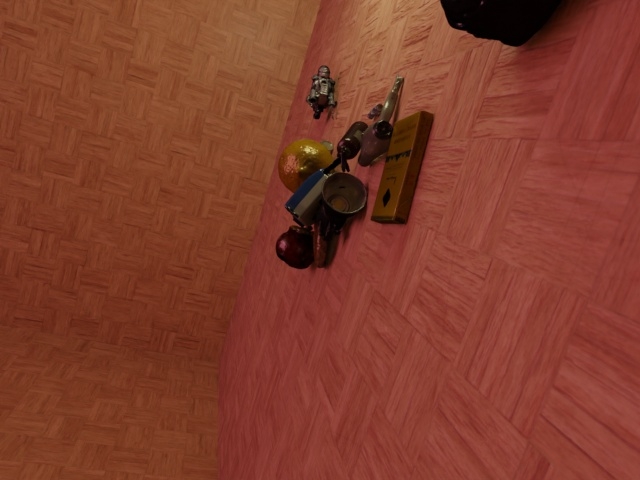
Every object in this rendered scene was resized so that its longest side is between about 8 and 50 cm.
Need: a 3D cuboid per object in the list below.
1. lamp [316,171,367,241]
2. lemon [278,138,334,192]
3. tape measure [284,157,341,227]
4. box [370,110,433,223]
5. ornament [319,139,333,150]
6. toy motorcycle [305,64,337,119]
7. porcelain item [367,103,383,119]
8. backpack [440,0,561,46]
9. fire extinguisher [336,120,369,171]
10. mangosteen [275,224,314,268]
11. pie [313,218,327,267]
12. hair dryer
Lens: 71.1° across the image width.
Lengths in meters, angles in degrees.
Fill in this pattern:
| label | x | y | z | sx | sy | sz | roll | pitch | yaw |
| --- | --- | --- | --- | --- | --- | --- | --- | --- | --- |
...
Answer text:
| label | x | y | z | sx | sy | sz | roll | pitch | yaw |
| --- | --- | --- | --- | --- | --- | --- | --- | --- | --- |
| lamp | 0.049 | -0.094 | 1.459 | 0.227 | 0.147 | 0.172 | 118 | 164 | -62 |
| lemon | -0.056 | -0.287 | 1.795 | 0.253 | 0.228 | 0.229 | -107 | 35 | -62 |
| tape measure | 0.019 | -0.205 | 1.633 | 0.351 | 0.098 | 0.215 | -47 | -15 | -3 |
| box | 0.203 | -0.181 | 1.146 | 0.153 | 0.040 | 0.279 | -169 | 93 | -74 |
| ornament | -0.002 | -0.364 | 1.976 | 0.075 | 0.081 | 0.156 | -43 | -7 | -44 |
| toy motorcycle | 0.006 | -0.692 | 2.139 | 0.207 | 0.134 | 0.401 | 112 | 165 | -45 |
| porcelain item | 0.179 | -0.423 | 1.474 | 0.036 | 0.028 | 0.083 | -64 | 14 | -11 |
| backpack | 0.313 | -0.575 | 0.751 | 0.363 | 0.254 | 0.446 | 125 | 141 | -53 |
| fire extinguisher | 0.102 | -0.297 | 1.433 | 0.231 | 0.071 | 0.099 | -62 | -37 | -50 |
| mangosteen | -0.085 | 0.018 | 1.753 | 0.180 | 0.166 | 0.166 | -59 | 15 | -6 |
| pie | 0.000 | 0.000 | 1.608 | 0.195 | 0.046 | 0.195 | 180 | 90 | -85 |
| hair dryer | 0.179 | -0.338 | 1.362 | 0.229 | 0.092 | 0.267 | 118 | 174 | -57 |
